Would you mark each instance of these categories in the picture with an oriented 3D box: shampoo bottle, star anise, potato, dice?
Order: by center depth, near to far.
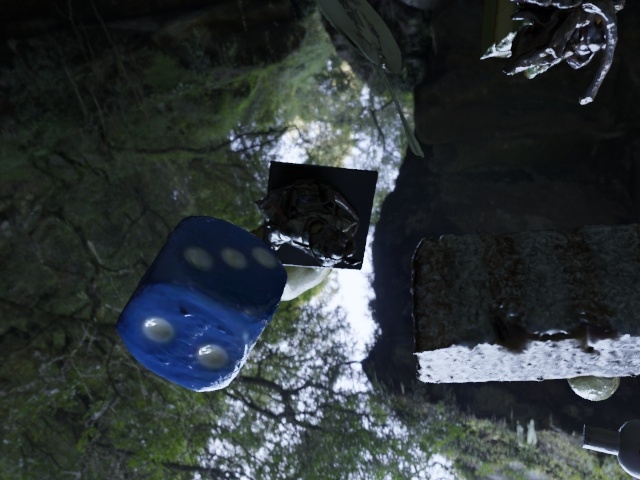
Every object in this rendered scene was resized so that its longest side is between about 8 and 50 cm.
[{"bbox_3d":[-0.129,0.069,0.619,0.146,0.143,0.146,31,-150,-10],"label":"dice"},{"bbox_3d":[0.305,-0.278,0.671,0.209,0.231,0.089,-59,-152,6],"label":"star anise"},{"bbox_3d":[0.432,0.273,0.722,0.165,0.080,0.040,6,-176,23],"label":"shampoo bottle"},{"bbox_3d":[-0.053,0.022,1.047,0.200,0.154,0.137,-40,-126,8],"label":"potato"}]

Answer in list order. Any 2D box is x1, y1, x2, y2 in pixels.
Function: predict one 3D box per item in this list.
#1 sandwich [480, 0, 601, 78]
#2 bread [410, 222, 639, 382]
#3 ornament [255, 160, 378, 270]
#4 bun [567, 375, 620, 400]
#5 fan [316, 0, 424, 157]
[{"bbox_3d":[0.414,-0.394,0.962,0.227,0.199,0.155,5,175,-13],"label":"sandwich"},{"bbox_3d":[0.311,0.066,0.622,0.416,0.113,0.165,-4,-132,9],"label":"bread"},{"bbox_3d":[0.000,0.000,0.696,0.166,0.153,0.196,4,-160,-8],"label":"ornament"},{"bbox_3d":[0.357,0.162,0.713,0.054,0.086,0.086,-12,-152,49],"label":"bun"},{"bbox_3d":[0.091,-0.305,0.909,0.233,0.012,0.415,5,-123,-46],"label":"fan"}]
